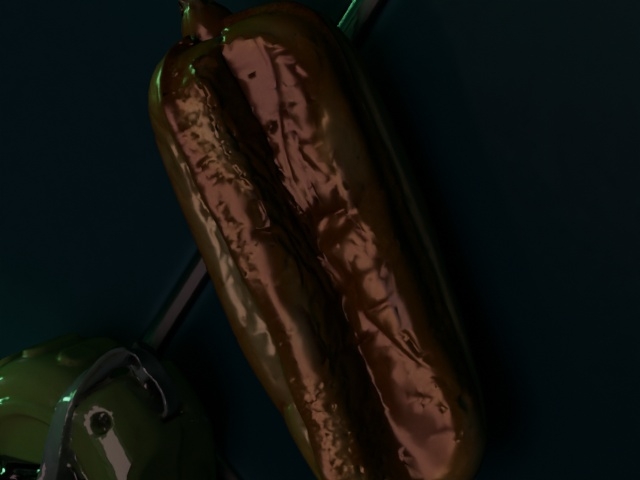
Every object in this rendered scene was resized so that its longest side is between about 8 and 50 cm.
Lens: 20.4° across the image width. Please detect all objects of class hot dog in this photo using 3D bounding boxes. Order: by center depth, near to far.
[{"bbox_3d":[0.000,0.000,0.787,0.102,0.076,0.249,-24,89,5],"label":"hot dog"}]

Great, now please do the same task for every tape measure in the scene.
[{"bbox_3d":[-0.121,0.127,0.921,0.154,0.087,0.177,14,111,38],"label":"tape measure"}]
